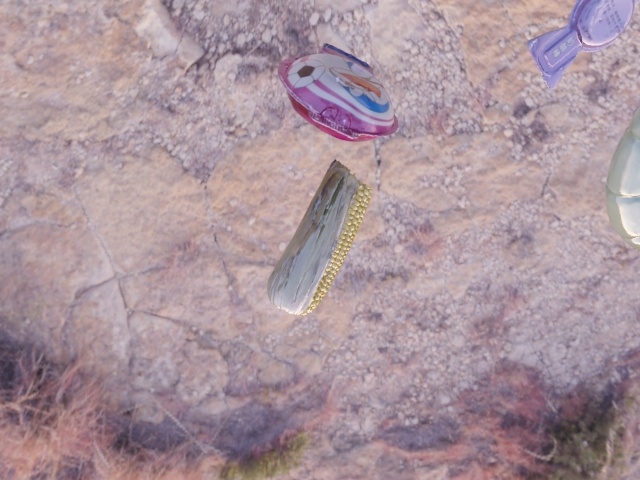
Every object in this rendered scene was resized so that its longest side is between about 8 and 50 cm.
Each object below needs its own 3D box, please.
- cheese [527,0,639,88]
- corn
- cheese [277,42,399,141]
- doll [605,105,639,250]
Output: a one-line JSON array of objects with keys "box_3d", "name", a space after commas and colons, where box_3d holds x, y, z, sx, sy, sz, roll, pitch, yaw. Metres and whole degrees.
[{"box_3d": [0.402, -0.323, 0.977, 0.191, 0.042, 0.105, -39, 122, 3], "name": "cheese"}, {"box_3d": [-0.004, -0.002, 1.255, 0.123, 0.122, 0.305, 23, 94, -52], "name": "corn"}, {"box_3d": [0.026, -0.183, 0.761, 0.155, 0.244, 0.062, 26, 123, -9], "name": "cheese"}, {"box_3d": [0.295, -0.094, 0.320, 0.284, 0.216, 0.268, 9, 130, -20], "name": "doll"}]
